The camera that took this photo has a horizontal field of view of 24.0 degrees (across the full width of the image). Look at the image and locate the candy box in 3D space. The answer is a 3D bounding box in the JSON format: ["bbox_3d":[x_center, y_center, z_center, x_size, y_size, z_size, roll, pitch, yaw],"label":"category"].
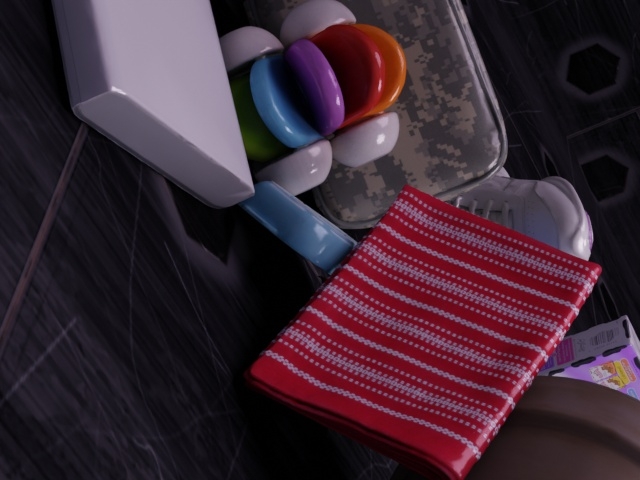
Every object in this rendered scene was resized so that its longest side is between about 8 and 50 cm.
[{"bbox_3d":[0.329,0.206,1.906,0.165,0.196,0.070,60,19,-26],"label":"candy box"}]

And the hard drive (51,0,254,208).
[{"bbox_3d":[-0.156,-0.221,1.240,0.233,0.047,0.353,36,35,-60],"label":"hard drive"}]

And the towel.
[{"bbox_3d":[0.087,0.068,1.228,0.275,0.199,0.031,-48,153,-38],"label":"towel"}]

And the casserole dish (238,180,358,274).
[{"bbox_3d":[0.000,0.000,1.346,0.114,0.037,0.188,38,3,39],"label":"casserole dish"}]

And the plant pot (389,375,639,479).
[{"bbox_3d":[0.152,0.309,1.161,0.280,0.323,0.323,-38,106,-54],"label":"plant pot"}]

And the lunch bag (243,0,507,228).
[{"bbox_3d":[0.057,-0.172,1.572,0.256,0.212,0.305,-25,94,-90],"label":"lunch bag"}]

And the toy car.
[{"bbox_3d":[-0.004,-0.137,1.362,0.159,0.182,0.136,66,-23,-1],"label":"toy car"}]

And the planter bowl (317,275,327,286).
[{"bbox_3d":[0.070,0.122,1.353,0.217,0.090,0.217,30,-1,1],"label":"planter bowl"}]

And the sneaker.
[{"bbox_3d":[0.190,-0.018,1.706,0.305,0.152,0.114,26,-52,61],"label":"sneaker"}]
